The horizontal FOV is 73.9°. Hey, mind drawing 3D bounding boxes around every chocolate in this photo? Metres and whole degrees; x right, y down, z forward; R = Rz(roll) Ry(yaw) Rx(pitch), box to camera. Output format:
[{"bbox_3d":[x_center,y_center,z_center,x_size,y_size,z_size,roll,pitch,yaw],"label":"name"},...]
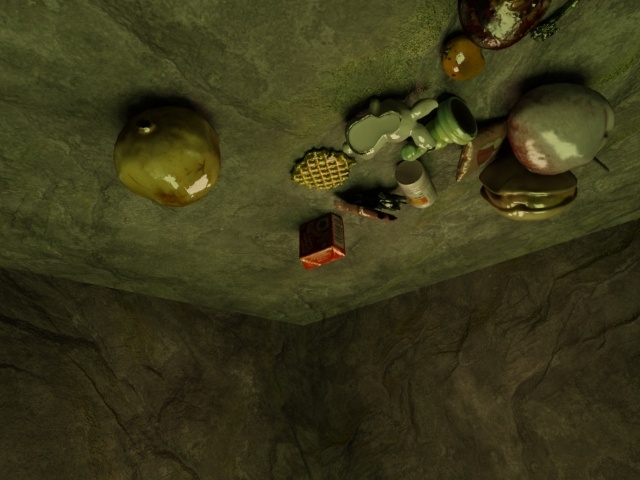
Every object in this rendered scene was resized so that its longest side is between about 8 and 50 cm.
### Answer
[{"bbox_3d":[0.000,0.000,2.145,0.234,0.238,0.108,-21,142,27],"label":"chocolate"}]

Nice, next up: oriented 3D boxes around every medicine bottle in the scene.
[{"bbox_3d":[0.423,-0.247,1.872,0.133,0.133,0.249,-18,153,20],"label":"medicine bottle"}]

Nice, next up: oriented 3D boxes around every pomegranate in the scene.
[{"bbox_3d":[-0.481,-0.271,1.353,0.332,0.333,0.332,-7,155,-3],"label":"pomegranate"}]

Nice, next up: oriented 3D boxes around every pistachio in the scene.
[{"bbox_3d":[0.846,-0.234,1.752,0.365,0.445,0.282,-1,118,18],"label":"pistachio"}]

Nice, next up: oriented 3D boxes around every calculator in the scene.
[{"bbox_3d":[0.224,-0.133,2.009,0.220,0.048,0.329,17,-173,41],"label":"calculator"}]

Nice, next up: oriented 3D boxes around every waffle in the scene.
[{"bbox_3d":[0.009,-0.286,1.750,0.254,0.052,0.245,11,147,-35],"label":"waffle"}]

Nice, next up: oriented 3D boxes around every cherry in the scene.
[{"bbox_3d":[0.836,-0.402,1.494,0.326,0.291,0.335,-20,129,28],"label":"cherry"}]

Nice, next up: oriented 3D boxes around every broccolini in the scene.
[{"bbox_3d":[0.711,-0.654,1.192,0.254,0.057,0.071,-34,-172,48],"label":"broccolini"}]

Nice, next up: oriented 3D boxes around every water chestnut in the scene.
[{"bbox_3d":[0.445,-0.598,1.060,0.223,0.224,0.238,-3,-169,-13],"label":"water chestnut"}]

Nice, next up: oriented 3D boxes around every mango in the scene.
[{"bbox_3d":[0.432,-0.546,1.292,0.115,0.090,0.178,-31,156,25],"label":"mango"}]

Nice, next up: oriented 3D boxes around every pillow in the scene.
[{"bbox_3d":[0.634,-0.361,1.677,0.236,0.084,0.223,-32,147,-18],"label":"pillow"}]

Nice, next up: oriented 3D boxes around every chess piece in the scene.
[{"bbox_3d":[0.406,-0.376,1.563,0.175,0.176,0.298,10,155,-35],"label":"chess piece"}]

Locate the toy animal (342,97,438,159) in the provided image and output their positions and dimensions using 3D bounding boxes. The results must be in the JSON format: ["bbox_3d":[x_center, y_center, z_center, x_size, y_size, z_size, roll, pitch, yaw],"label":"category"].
[{"bbox_3d":[0.231,-0.380,1.457,0.325,0.209,0.154,4,-156,19],"label":"toy animal"}]

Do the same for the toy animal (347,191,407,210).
[{"bbox_3d":[0.266,-0.183,1.957,0.269,0.082,0.137,5,-174,-4],"label":"toy animal"}]

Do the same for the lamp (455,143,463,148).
[{"bbox_3d":[0.617,-0.390,1.761,0.050,0.056,0.198,-30,159,36],"label":"lamp"}]
